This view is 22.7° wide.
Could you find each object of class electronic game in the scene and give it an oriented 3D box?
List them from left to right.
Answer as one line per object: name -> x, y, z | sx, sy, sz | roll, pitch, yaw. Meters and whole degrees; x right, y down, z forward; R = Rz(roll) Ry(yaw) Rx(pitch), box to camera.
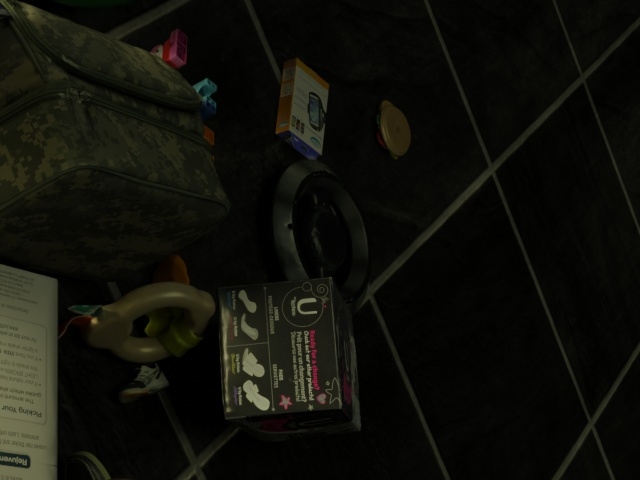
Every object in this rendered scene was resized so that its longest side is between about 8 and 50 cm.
electronic game -> 0.000, 0.000, 2.202 | 0.229, 0.048, 0.229 | 25, 58, -49

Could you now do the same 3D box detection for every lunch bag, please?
lunch bag -> -0.270, -0.121, 1.718 | 0.305, 0.212, 0.256 | 15, 49, -54

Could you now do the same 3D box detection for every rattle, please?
rattle -> -0.230, 0.059, 1.825 | 0.200, 0.130, 0.142 | 2, 63, -29

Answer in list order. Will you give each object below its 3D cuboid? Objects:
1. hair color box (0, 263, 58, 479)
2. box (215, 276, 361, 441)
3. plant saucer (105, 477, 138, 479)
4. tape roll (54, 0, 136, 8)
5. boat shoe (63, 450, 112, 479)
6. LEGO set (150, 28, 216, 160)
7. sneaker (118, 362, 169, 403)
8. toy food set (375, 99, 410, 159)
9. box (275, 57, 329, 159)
hair color box -> -0.350, 0.196, 1.557 | 0.174, 0.105, 0.347 | 20, 62, -51
box -> -0.032, 0.149, 1.928 | 0.247, 0.142, 0.163 | 60, 25, -75
plant saucer -> -0.213, 0.392, 1.692 | 0.278, 0.041, 0.277 | -2, 93, -53
tape roll -> -0.261, -0.431, 1.840 | 0.321, 0.077, 0.321 | 3, 84, -33
boat shoe -> -0.246, 0.303, 1.717 | 0.049, 0.056, 0.152 | -23, 98, -62
LEGO set -> -0.185, -0.133, 1.943 | 0.087, 0.093, 0.227 | 39, 37, -40
sneaker -> -0.212, 0.164, 1.850 | 0.083, 0.032, 0.037 | -12, 75, -62
toy food set -> 0.111, -0.169, 2.456 | 0.083, 0.020, 0.082 | 52, 40, -33
box -> -0.026, -0.179, 2.252 | 0.081, 0.028, 0.136 | 36, 52, -45
